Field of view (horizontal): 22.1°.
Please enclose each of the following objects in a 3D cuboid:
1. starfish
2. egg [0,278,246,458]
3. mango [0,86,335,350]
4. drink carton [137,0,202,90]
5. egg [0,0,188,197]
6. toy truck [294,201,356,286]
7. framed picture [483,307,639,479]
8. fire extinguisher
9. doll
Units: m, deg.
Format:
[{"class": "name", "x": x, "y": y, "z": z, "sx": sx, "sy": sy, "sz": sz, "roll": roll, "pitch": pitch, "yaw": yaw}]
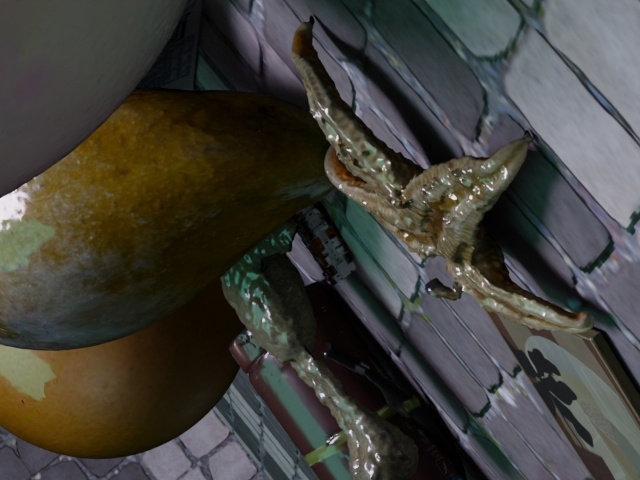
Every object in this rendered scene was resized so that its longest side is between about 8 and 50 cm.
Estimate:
[{"class": "starfish", "x": 0.043, "y": -0.030, "z": 0.838, "sx": 0.247, "sy": 0.050, "sz": 0.138, "roll": 33, "pitch": 157, "yaw": 51}, {"class": "egg", "x": -0.203, "y": 0.052, "z": 1.480, "sx": 0.282, "sy": 0.282, "sz": 0.351, "roll": 55, "pitch": 170, "yaw": -13}, {"class": "mango", "x": -0.129, "y": -0.017, "z": 1.040, "sx": 0.193, "sy": 0.316, "sz": 0.146, "roll": 21, "pitch": -120, "yaw": -51}, {"class": "drink carton", "x": -0.159, "y": -0.156, "z": 1.108, "sx": 0.130, "sy": 0.106, "sz": 0.315, "roll": 53, "pitch": 169, "yaw": 4}, {"class": "egg", "x": -0.208, "y": -0.160, "z": 0.746, "sx": 0.340, "sy": 0.354, "sz": 0.354, "roll": 6, "pitch": -148, "yaw": -50}, {"class": "toy truck", "x": 0.000, "y": 0.000, "z": 1.165, "sx": 0.032, "sy": 0.024, "sz": 0.083, "roll": 28, "pitch": 154, "yaw": 56}, {"class": "framed picture", "x": 0.165, "y": 0.115, "z": 0.895, "sx": 0.201, "sy": 0.010, "sz": 0.136, "roll": 56, "pitch": 169, "yaw": -19}, {"class": "fire extinguisher", "x": 0.065, "y": 0.190, "z": 1.284, "sx": 0.341, "sy": 0.105, "sz": 0.141, "roll": 53, "pitch": 170, "yaw": 10}, {"class": "doll", "x": -0.036, "y": 0.048, "z": 1.191, "sx": 0.286, "sy": 0.091, "sz": 0.202, "roll": 57, "pitch": 176, "yaw": -21}]
